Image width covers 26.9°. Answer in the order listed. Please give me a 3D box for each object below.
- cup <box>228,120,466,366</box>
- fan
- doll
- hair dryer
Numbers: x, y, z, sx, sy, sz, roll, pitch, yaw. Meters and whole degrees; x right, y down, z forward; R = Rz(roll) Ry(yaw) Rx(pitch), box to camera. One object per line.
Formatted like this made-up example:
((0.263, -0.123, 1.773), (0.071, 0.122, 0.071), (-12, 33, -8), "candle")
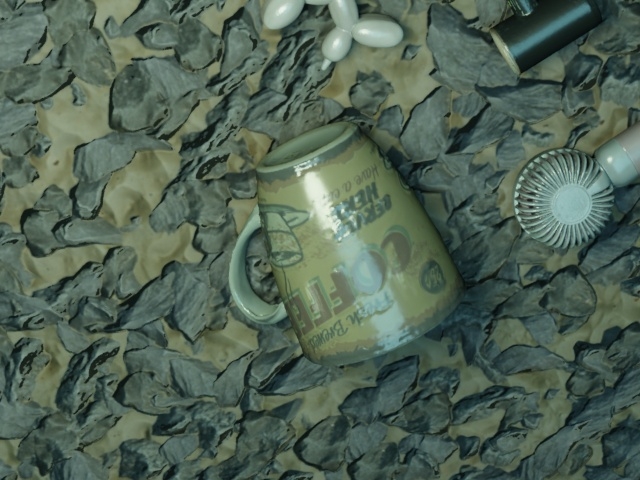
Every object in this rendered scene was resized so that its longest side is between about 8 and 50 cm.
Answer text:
((0.000, 0.000, 1.685), (0.301, 0.227, 0.257), (-16, 106, 31), "cup")
((0.367, -0.086, 1.756), (0.244, 0.074, 0.130), (-33, 104, 1), "fan")
((0.007, -0.286, 1.608), (0.160, 0.059, 0.161), (-20, 117, -1), "doll")
((0.237, -0.338, 1.622), (0.128, 0.070, 0.255), (-29, 111, 4), "hair dryer")
